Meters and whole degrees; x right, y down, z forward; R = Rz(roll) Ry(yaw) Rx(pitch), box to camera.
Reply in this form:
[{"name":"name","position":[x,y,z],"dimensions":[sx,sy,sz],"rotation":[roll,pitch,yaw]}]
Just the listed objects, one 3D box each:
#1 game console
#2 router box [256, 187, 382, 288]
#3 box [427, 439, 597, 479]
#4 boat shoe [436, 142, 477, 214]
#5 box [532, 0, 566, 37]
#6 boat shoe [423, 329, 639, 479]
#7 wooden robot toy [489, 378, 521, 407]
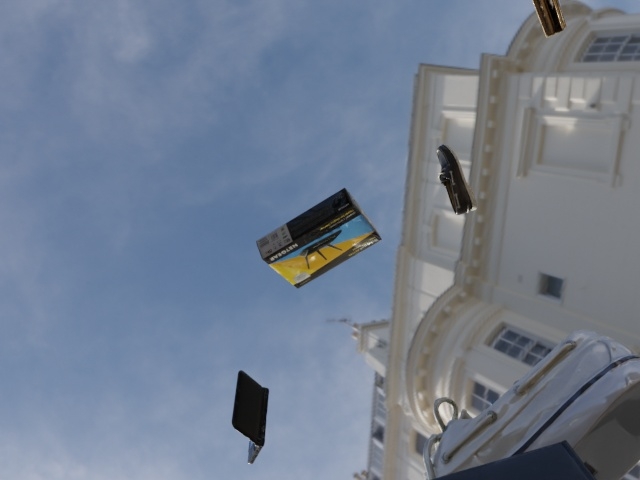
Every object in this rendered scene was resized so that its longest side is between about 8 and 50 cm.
[{"name":"game console","position":[-0.133,0.314,1.144],"dimensions":[0.071,0.122,0.107],"rotation":[17,-52,-13]},{"name":"router box","position":[0.000,0.000,1.101],"dimensions":[0.178,0.046,0.133],"rotation":[-31,-36,11]},{"name":"box","position":[0.124,0.230,0.459],"dimensions":[0.190,0.184,0.045],"rotation":[-17,-76,3]},{"name":"boat shoe","position":[0.216,-0.101,1.062],"dimensions":[0.038,0.046,0.125],"rotation":[-21,-101,-4]},{"name":"box","position":[0.183,-0.311,0.595],"dimensions":[0.164,0.021,0.201],"rotation":[48,-144,-40]},{"name":"boat shoe","position":[0.166,0.224,0.650],"dimensions":[0.367,0.156,0.136],"rotation":[-46,-60,3]},{"name":"wooden robot toy","position":[0.464,0.355,1.459],"dimensions":[0.173,0.076,0.079],"rotation":[6,-79,-19]}]
